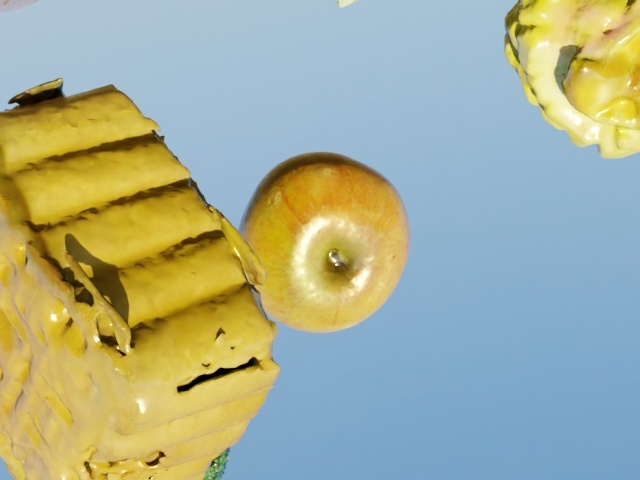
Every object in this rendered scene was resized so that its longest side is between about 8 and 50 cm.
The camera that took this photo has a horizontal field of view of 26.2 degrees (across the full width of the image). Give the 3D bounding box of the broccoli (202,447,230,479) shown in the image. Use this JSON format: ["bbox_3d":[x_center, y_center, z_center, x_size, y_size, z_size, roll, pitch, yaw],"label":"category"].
[{"bbox_3d":[-0.181,0.098,1.227,0.245,0.294,0.265,-29,-139,-17],"label":"broccoli"}]

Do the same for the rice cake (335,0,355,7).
[{"bbox_3d":[0.066,-0.275,1.424,0.121,0.022,0.021,-28,-129,-13],"label":"rice cake"}]

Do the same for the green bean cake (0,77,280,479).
[{"bbox_3d":[-0.147,0.044,0.845,0.131,0.224,0.229,-20,-115,-36],"label":"green bean cake"}]

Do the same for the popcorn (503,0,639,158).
[{"bbox_3d":[0.187,-0.126,0.887,0.126,0.145,0.126,-27,-174,-12],"label":"popcorn"}]

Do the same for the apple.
[{"bbox_3d":[0.000,0.000,1.357,0.182,0.182,0.155,-11,-157,-8],"label":"apple"}]

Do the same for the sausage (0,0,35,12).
[{"bbox_3d":[-0.173,-0.150,0.715,0.066,0.065,0.301,-9,-171,-5],"label":"sausage"}]
